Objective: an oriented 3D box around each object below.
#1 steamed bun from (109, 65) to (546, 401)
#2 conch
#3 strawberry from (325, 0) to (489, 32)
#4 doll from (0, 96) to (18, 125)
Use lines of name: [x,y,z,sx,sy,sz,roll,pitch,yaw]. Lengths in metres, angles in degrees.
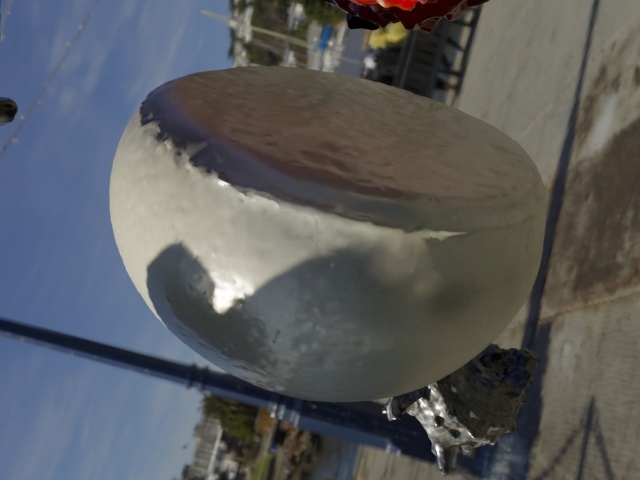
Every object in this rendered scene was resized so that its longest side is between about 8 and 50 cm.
steamed bun: [0.000,0.000,0.580,0.283,0.283,0.177,-77,0,-65]
conch: [0.187,0.199,1.274,0.240,0.313,0.186,52,127,34]
strawberry: [0.023,-0.215,0.448,0.178,0.234,0.233,-32,-38,-60]
doll: [-0.250,-0.142,0.413,0.143,0.234,0.135,-45,-8,-3]
